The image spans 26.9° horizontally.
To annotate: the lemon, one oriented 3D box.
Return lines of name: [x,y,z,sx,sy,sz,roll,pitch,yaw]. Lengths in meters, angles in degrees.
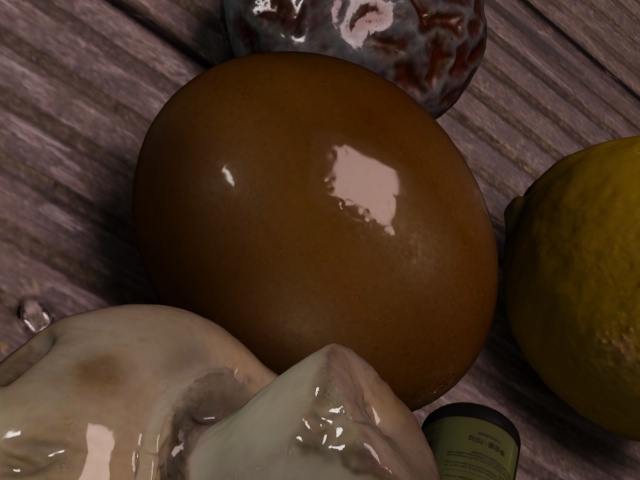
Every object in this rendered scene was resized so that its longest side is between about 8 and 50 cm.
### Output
lemon: [0.358,0.045,1.482,0.364,0.364,0.364,27,49,-34]

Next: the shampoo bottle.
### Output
shampoo bottle: [0.118,0.284,1.233,0.101,0.101,0.284,41,42,-22]

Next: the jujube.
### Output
jujube: [0.036,-0.215,1.376,0.246,0.215,0.308,54,40,-5]

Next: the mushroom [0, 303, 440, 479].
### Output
mushroom: [-0.081,0.197,0.938,0.353,0.353,0.325,66,8,9]

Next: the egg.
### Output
egg: [0.000,0.000,1.145,0.351,0.282,0.282,51,39,-19]
